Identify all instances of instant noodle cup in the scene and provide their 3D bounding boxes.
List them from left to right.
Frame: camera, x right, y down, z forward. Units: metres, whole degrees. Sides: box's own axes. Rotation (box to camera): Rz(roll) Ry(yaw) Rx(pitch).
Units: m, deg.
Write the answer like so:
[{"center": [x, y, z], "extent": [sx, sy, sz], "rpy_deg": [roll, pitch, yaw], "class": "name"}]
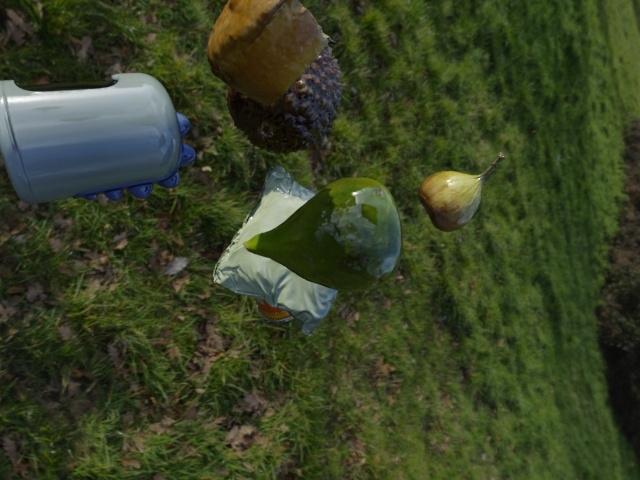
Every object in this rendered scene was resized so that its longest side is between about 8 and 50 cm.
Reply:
[{"center": [-0.142, 0.113, 1.471], "extent": [0.193, 0.193, 0.212], "rpy_deg": [-62, 145, -37], "class": "instant noodle cup"}]

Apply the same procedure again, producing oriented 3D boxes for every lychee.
[{"center": [-0.071, -0.334, 1.072], "extent": [0.268, 0.267, 0.267], "rpy_deg": [16, 65, -40], "class": "lychee"}]

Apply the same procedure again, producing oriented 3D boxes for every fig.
[{"center": [0.000, 0.000, 0.831], "extent": [0.206, 0.275, 0.206], "rpy_deg": [-9, 90, -87], "class": "fig"}, {"center": [0.339, -0.125, 1.184], "extent": [0.143, 0.230, 0.160], "rpy_deg": [1, 56, -25], "class": "fig"}]

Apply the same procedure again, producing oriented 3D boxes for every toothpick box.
[{"center": [-0.443, -0.206, 0.992], "extent": [0.355, 0.263, 0.263], "rpy_deg": [-15, 87, -25], "class": "toothpick box"}]

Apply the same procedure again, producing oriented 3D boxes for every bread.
[{"center": [-0.085, -0.260, 0.649], "extent": [0.129, 0.134, 0.260], "rpy_deg": [38, 9, -22], "class": "bread"}]

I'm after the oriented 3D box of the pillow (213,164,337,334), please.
[{"center": [-0.060, 0.018, 1.063], "extent": [0.283, 0.138, 0.310], "rpy_deg": [32, 80, 0], "class": "pillow"}]
